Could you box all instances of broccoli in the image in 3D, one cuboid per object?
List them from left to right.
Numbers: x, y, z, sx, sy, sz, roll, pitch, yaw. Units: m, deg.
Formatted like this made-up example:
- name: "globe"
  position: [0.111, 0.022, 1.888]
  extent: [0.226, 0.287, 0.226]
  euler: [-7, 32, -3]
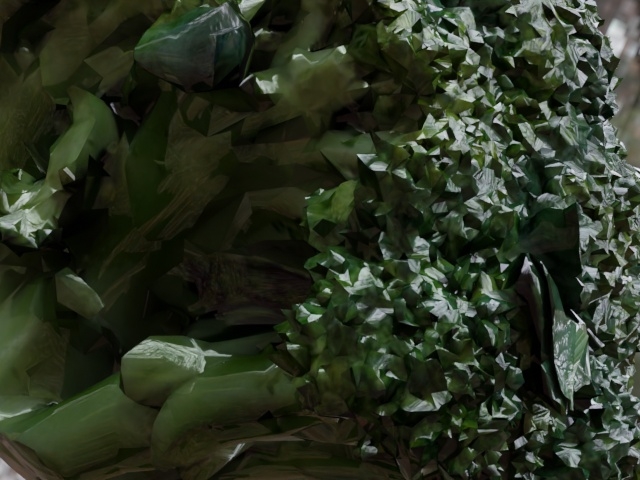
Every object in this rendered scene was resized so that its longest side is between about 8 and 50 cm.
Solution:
- name: "broccoli"
  position: [0.000, 0.000, 0.408]
  extent: [0.195, 0.156, 0.195]
  euler: [40, -18, 16]
